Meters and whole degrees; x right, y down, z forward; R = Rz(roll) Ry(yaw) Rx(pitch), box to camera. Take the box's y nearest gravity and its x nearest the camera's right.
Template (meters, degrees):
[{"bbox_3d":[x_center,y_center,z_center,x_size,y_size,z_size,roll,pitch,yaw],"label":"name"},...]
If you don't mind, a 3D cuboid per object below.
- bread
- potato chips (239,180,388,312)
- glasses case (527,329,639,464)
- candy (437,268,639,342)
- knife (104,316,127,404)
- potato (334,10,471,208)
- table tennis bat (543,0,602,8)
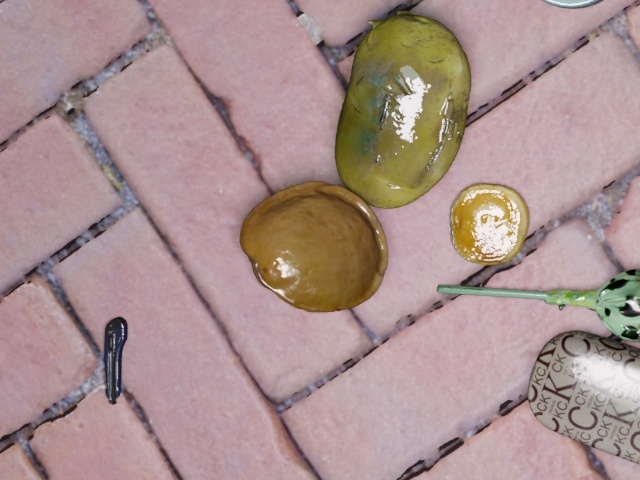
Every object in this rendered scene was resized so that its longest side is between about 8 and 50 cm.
[{"bbox_3d":[0.218,-0.021,1.883,0.110,0.024,0.110,1,94,10],"label":"bread"},{"bbox_3d":[0.000,0.001,1.885,0.195,0.062,0.208,33,126,4],"label":"potato chips"},{"bbox_3d":[0.437,0.220,1.825,0.354,0.085,0.137,19,102,9],"label":"glasses case"},{"bbox_3d":[0.297,0.078,1.857,0.305,0.083,0.091,2,64,17],"label":"candy"},{"bbox_3d":[-0.281,0.165,1.989,0.031,0.018,0.121,2,96,12],"label":"knife"},{"bbox_3d":[0.103,-0.160,1.834,0.169,0.143,0.248,27,105,34],"label":"potato"},{"bbox_3d":[0.324,-0.413,1.836,0.149,0.038,0.237,6,97,10],"label":"table tennis bat"}]
